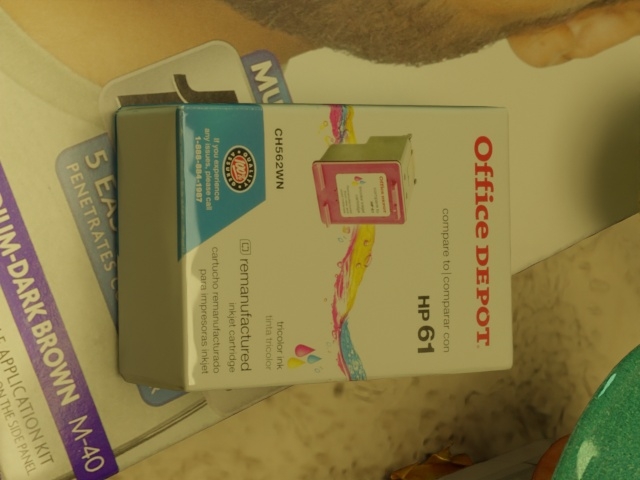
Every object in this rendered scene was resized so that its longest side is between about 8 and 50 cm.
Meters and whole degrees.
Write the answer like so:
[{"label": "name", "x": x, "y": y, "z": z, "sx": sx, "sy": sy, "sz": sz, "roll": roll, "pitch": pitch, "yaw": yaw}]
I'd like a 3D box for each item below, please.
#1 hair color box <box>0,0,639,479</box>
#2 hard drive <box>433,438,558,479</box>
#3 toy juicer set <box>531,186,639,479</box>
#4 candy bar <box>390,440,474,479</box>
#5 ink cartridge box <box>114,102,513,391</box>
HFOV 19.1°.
[{"label": "hair color box", "x": -0.014, "y": -0.056, "z": 0.696, "sx": 0.339, "sy": 0.110, "sz": 0.185, "roll": -26, "pitch": 101, "yaw": -28}, {"label": "hard drive", "x": -0.011, "y": 0.229, "z": 0.675, "sx": 0.353, "sy": 0.047, "sz": 0.233, "roll": -15, "pitch": 97, "yaw": -38}, {"label": "toy juicer set", "x": 0.139, "y": 0.109, "z": 0.735, "sx": 0.209, "sy": 0.089, "sz": 0.329, "roll": 18, "pitch": 90, "yaw": -57}, {"label": "candy bar", "x": 0.056, "y": 0.163, "z": 0.778, "sx": 0.040, "sy": 0.018, "sz": 0.161, "roll": -12, "pitch": 95, "yaw": -29}, {"label": "ink cartridge box", "x": 0.000, "y": 0.000, "z": 0.614, "sx": 0.122, "sy": 0.052, "sz": 0.088, "roll": -2, "pitch": 92, "yaw": -31}]
